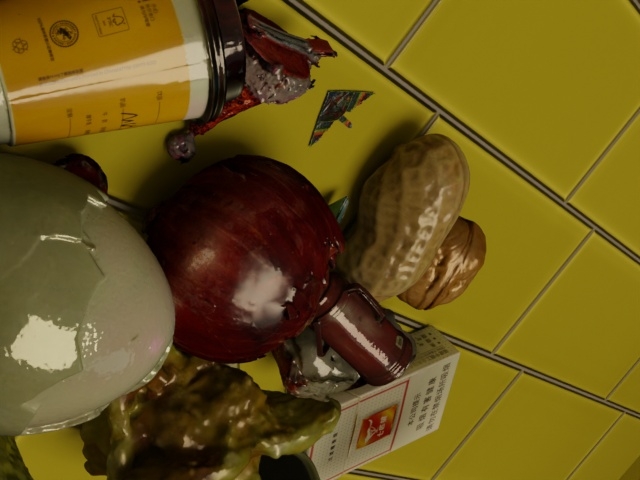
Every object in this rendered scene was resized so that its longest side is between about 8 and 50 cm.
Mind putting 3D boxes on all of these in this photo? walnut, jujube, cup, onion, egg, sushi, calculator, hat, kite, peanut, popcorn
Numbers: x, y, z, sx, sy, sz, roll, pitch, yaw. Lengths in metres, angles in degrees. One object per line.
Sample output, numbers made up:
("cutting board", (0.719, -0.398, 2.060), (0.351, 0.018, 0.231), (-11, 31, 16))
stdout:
("walnut", (0.183, 0.032, 1.795), (0.144, 0.144, 0.180), (-3, 130, -43))
("jujube", (-0.318, -0.031, 1.276), (0.166, 0.104, 0.104), (-31, 144, 2))
("cup", (-0.228, -0.191, 1.139), (0.279, 0.196, 0.196), (-18, 137, -20))
("onion", (-0.107, 0.021, 1.415), (0.276, 0.276, 0.276), (-26, 140, -25))
("egg", (-0.308, 0.054, 1.106), (0.336, 0.278, 0.278), (9, 123, -15))
("sushi", (0.037, 0.179, 1.785), (0.332, 0.124, 0.130), (-3, 156, -43))
("calculator", (0.000, 0.000, 1.579), (0.018, 0.172, 0.057), (44, 128, -17))
("hat", (-0.105, -0.178, 1.351), (0.227, 0.129, 0.140), (-43, 165, 26))
("kite", (0.024, -0.178, 1.540), (0.122, 0.004, 0.090), (-43, 144, -3))
("peanut", (0.111, -0.016, 1.671), (0.325, 0.153, 0.140), (-55, 178, 26))
("popcorn", (-0.173, 0.258, 1.570), (0.321, 0.326, 0.290), (16, 141, -24))

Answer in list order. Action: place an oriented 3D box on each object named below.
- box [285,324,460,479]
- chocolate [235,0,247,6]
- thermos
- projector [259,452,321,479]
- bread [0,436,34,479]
("box", (0.083, 0.302, 1.991), (0.330, 0.095, 0.210), (-18, 135, -31))
("chocolate", (-0.093, -0.350, 1.183), (0.133, 0.156, 0.156), (40, 95, -22))
("thermos", (0.037, 0.113, 1.627), (0.124, 0.099, 0.232), (-20, 129, 33))
("projector", (-0.120, 0.522, 1.843), (0.248, 0.249, 0.249), (-6, 131, -18))
("bread", (-0.485, 0.284, 1.228), (0.348, 0.308, 0.348), (-25, 142, -21))
